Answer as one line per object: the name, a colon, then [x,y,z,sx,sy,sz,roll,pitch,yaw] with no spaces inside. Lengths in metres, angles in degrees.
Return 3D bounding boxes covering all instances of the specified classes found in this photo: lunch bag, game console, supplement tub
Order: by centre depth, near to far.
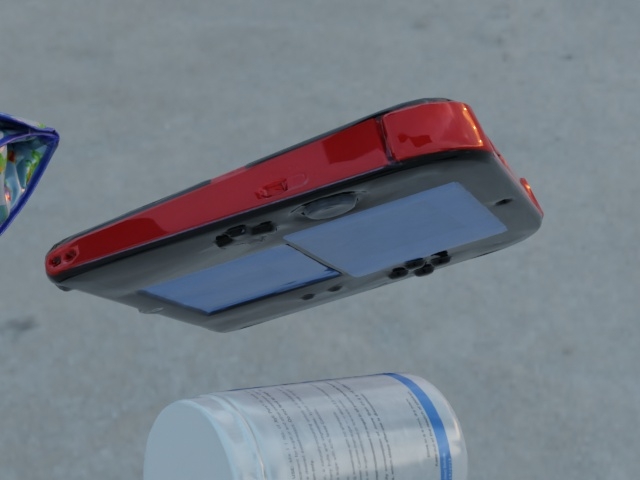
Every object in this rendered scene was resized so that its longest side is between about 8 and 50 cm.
supplement tub: [-0.004,0.088,0.574,0.107,0.071,0.071,-1,25,-36]
lunch bag: [-0.264,-0.055,1.019,0.129,0.096,0.151,18,32,12]
game console: [0.000,0.000,1.263,0.342,0.386,0.060,-22,75,12]
